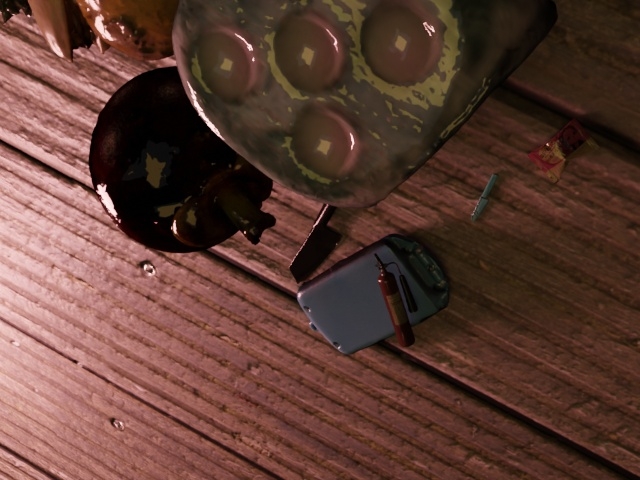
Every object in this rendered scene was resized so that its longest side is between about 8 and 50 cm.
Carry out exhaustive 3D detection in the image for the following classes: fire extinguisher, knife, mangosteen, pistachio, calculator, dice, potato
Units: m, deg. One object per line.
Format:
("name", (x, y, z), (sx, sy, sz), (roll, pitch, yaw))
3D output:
("fire extinguisher", (0.131, 0.100, 1.081), (0.049, 0.035, 0.173), (-7, 118, 29))
("knife", (0.257, -0.065, 1.017), (0.014, 0.005, 0.091), (27, 124, 9))
("mangosteen", (-0.213, -0.113, 1.010), (0.297, 0.293, 0.297), (-2, 135, -2))
("pistachio", (-0.404, -0.396, 1.045), (0.130, 0.131, 0.206), (-15, 123, -17))
("calculator", (0.088, 0.102, 1.150), (0.293, 0.051, 0.173), (-32, 103, 32))
("knife", (0.000, 0.000, 1.152), (0.060, 0.028, 0.230), (26, 126, -7))
("dice", (0.053, -0.260, 0.801), (0.348, 0.328, 0.330), (38, 125, 0))
("potato", (-0.269, -0.395, 0.938), (0.229, 0.229, 0.265), (-6, 116, 25))

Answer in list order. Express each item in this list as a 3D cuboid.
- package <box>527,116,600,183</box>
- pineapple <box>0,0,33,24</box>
("package", (0.349, -0.128, 0.932), (0.083, 0.029, 0.059), (-43, 88, 23))
("pineapple", (-0.585, -0.488, 1.051), (0.340, 0.169, 0.169), (37, 124, -6))
